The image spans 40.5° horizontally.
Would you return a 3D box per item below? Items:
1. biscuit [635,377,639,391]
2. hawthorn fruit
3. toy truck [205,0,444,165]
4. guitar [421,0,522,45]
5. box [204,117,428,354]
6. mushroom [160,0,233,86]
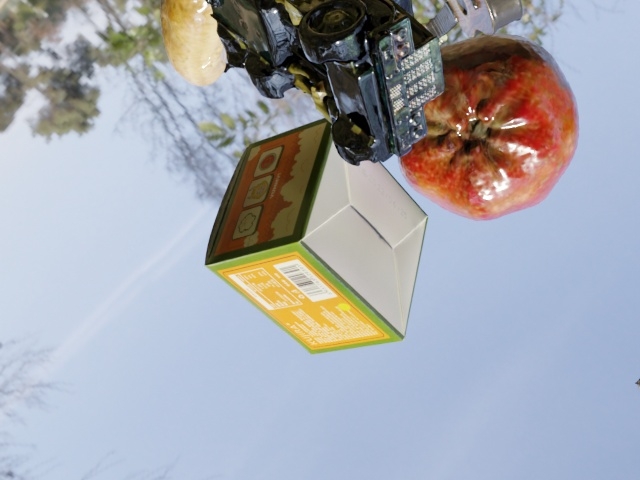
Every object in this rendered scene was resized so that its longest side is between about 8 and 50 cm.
[{"bbox_3d":[0.543,0.234,1.270,0.056,0.052,0.188,-22,-169,-15],"label":"biscuit"},{"bbox_3d":[0.229,-0.158,1.201,0.254,0.254,0.300,-39,-179,17],"label":"hawthorn fruit"},{"bbox_3d":[0.001,-0.172,0.666,0.127,0.127,0.257,-30,-133,-12],"label":"toy truck"},{"bbox_3d":[0.135,-0.225,0.854,0.038,0.084,0.271,-26,-176,-3],"label":"guitar"},{"bbox_3d":[0.000,0.000,0.969,0.148,0.195,0.177,-15,-134,37],"label":"box"},{"bbox_3d":[-0.094,-0.303,0.921,0.156,0.151,0.286,39,-81,17],"label":"mushroom"}]
